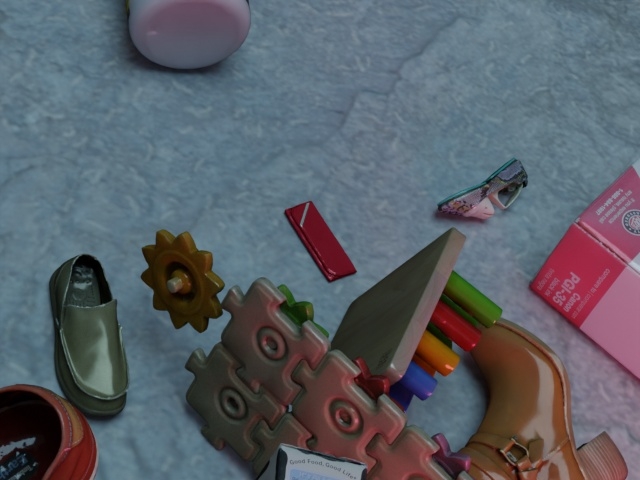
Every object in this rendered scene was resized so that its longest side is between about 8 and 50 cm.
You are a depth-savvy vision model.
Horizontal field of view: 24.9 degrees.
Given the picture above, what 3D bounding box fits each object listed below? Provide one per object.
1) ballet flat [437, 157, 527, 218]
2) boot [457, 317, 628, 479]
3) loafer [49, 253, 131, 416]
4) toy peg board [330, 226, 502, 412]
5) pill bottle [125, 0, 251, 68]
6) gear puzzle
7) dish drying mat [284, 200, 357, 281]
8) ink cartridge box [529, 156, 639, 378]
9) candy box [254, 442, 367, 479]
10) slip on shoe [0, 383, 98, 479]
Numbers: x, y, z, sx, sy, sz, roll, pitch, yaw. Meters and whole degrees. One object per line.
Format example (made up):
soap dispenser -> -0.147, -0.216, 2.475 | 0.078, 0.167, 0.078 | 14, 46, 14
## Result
ballet flat -> 0.163, -0.043, 1.409 | 0.114, 0.041, 0.041 | -30, 70, -34
boot -> 0.152, 0.164, 1.230 | 0.152, 0.073, 0.197 | -26, 65, -30
loafer -> -0.189, 0.073, 1.177 | 0.056, 0.050, 0.148 | -7, 58, -25
toy peg board -> 0.069, 0.098, 1.198 | 0.079, 0.161, 0.160 | 37, 49, -11
pill bottle -> -0.137, -0.281, 1.416 | 0.117, 0.117, 0.215 | 2, 55, -20
gear puzzle -> -0.021, 0.121, 1.131 | 0.339, 0.175, 0.044 | 44, 41, 14
dish drying mat -> 0.000, 0.000, 1.332 | 0.032, 0.008, 0.083 | -18, 63, -32
ink cartridge box -> 0.374, 0.053, 1.366 | 0.283, 0.117, 0.207 | 42, 51, 12
candy box -> -0.031, 0.283, 1.012 | 0.071, 0.159, 0.233 | 15, 52, -13
slip on shoe -> -0.284, 0.198, 0.907 | 0.331, 0.101, 0.123 | -35, 70, -22
